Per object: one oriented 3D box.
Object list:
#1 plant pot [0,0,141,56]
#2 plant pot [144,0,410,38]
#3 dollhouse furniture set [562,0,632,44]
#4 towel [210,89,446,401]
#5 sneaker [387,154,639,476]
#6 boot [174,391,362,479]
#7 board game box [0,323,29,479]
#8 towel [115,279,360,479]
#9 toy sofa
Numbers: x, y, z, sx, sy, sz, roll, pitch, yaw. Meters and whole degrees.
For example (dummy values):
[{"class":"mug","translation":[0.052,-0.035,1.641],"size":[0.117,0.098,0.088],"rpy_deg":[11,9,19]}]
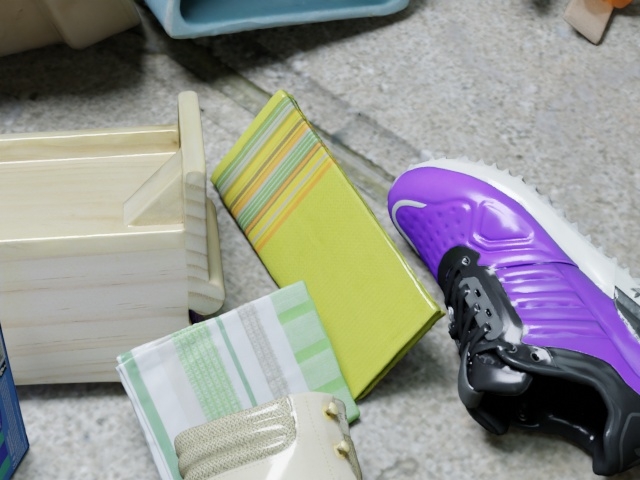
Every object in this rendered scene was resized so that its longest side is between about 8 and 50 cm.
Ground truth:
[{"class":"plant pot","translation":[-0.338,-0.259,1.200],"size":[0.280,0.323,0.323],"rpy_deg":[-27,57,-1]},{"class":"plant pot","translation":[-0.067,-0.348,1.276],"size":[0.247,0.248,0.252],"rpy_deg":[-11,39,-32]},{"class":"dollhouse furniture set","translation":[0.310,-0.237,1.235],"size":[0.259,0.262,0.135],"rpy_deg":[36,55,-15]},{"class":"towel","translation":[0.000,0.000,1.129],"size":[0.021,0.102,0.237],"rpy_deg":[9,39,-49]},{"class":"sneaker","translation":[0.137,0.057,1.076],"size":[0.293,0.102,0.146],"rpy_deg":[39,60,24]},{"class":"boot","translation":[0.040,0.193,0.966],"size":[0.262,0.095,0.203],"rpy_deg":[-9,58,-2]},{"class":"board game box","translation":[-0.260,0.165,0.935],"size":[0.047,0.160,0.210],"rpy_deg":[18,53,11]},{"class":"towel","translation":[-0.058,0.106,1.051],"size":[0.152,0.023,0.113],"rpy_deg":[-23,94,-22]},{"class":"toy sofa","translation":[-0.254,0.004,1.089],"size":[0.362,0.177,0.150],"rpy_deg":[-4,28,-6]}]
